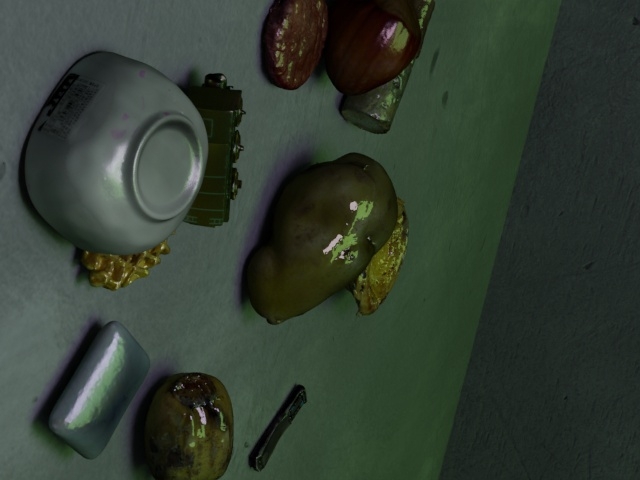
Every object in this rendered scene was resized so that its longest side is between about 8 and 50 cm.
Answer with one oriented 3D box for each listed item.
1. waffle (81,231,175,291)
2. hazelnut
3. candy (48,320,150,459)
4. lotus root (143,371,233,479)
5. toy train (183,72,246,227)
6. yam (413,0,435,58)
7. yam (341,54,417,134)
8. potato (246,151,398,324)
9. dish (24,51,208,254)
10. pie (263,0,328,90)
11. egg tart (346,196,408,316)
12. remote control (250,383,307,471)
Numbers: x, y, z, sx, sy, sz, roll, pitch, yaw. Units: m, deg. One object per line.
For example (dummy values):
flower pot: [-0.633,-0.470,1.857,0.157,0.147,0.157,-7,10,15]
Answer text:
waffle: [-0.261,-0.020,1.430,0.194,0.051,0.149,-40,133,-44]
hazelnut: [0.081,-0.355,1.821,0.212,0.181,0.181,-72,141,-60]
candy: [-0.310,0.211,1.473,0.174,0.071,0.138,-63,157,-23]
lotus root: [-0.216,0.335,1.713,0.154,0.154,0.278,-44,145,-50]
toy train: [-0.157,-0.120,1.494,0.137,0.090,0.225,-89,-176,-61]
yam: [0.180,-0.433,2.110,0.127,0.084,0.084,-69,159,-2]
yam: [0.118,-0.315,2.028,0.194,0.107,0.107,-69,159,-9]
potato: [-0.003,-0.002,1.885,0.351,0.202,0.218,-57,169,-1]
dish: [-0.229,-0.099,1.292,0.256,0.117,0.256,-29,125,-51]
pie: [-0.038,-0.333,1.710,0.182,0.050,0.182,-53,153,-42]
egg tart: [0.103,0.030,2.283,0.291,0.107,0.290,14,90,-68]
remote control: [-0.087,0.397,2.222,0.212,0.028,0.059,-55,155,-35]
